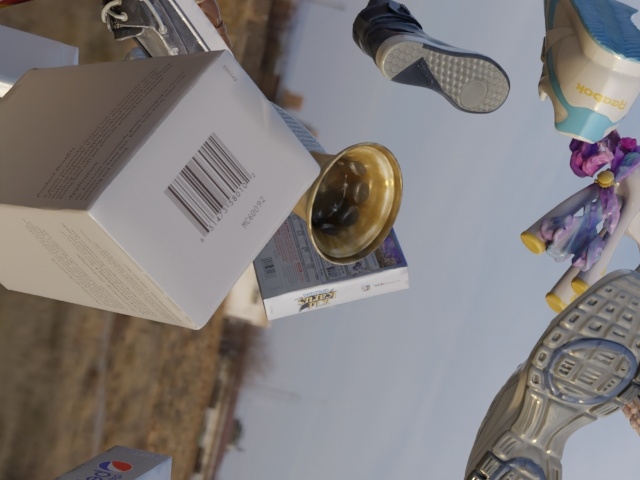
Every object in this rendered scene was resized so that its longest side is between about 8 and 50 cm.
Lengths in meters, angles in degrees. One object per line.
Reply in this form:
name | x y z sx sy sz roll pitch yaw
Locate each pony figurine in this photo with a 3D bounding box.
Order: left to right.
pony figurine | 0.458 -0.083 1.819 0.363 0.303 0.351 -47 142 -11

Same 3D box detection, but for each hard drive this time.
hard drive | -0.554 -0.305 2.032 0.203 0.307 0.040 -105 -146 -54

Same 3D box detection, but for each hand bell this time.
hand bell | -0.042 -0.074 1.292 0.242 0.126 0.126 26 -73 42

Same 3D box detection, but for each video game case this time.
video game case | 0.000 0.000 2.106 0.269 0.244 0.061 -107 -175 -46

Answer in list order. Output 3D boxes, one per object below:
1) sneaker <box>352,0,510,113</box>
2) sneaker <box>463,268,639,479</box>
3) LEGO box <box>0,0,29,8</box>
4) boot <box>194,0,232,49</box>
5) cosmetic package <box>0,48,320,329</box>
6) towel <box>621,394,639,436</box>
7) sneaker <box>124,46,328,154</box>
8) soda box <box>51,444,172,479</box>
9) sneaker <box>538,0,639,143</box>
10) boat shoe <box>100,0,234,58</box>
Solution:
sneaker | 0.145 -0.257 1.692 0.086 0.226 0.163 -60 -144 19
sneaker | 0.220 0.145 1.200 0.297 0.111 0.129 -56 -170 15
LEGO box | -0.444 -0.301 1.122 0.500 0.372 0.193 -45 123 -77
boot | -0.243 -0.360 2.014 0.073 0.197 0.152 -51 127 -33
cosmetic package | -0.201 -0.054 1.143 0.365 0.155 0.197 6 -127 52
towel | 0.635 0.340 2.004 0.053 0.317 0.332 -49 -130 30
sneaker | -0.155 -0.155 1.912 0.150 0.366 0.135 -61 177 28
soda box | -0.291 0.352 1.604 0.286 0.091 0.098 -14 111 -73
sneaker | 0.222 -0.162 1.056 0.229 0.087 0.092 -75 -173 -63
boat shoe | -0.238 -0.305 1.619 0.102 0.301 0.108 -48 -152 -18
